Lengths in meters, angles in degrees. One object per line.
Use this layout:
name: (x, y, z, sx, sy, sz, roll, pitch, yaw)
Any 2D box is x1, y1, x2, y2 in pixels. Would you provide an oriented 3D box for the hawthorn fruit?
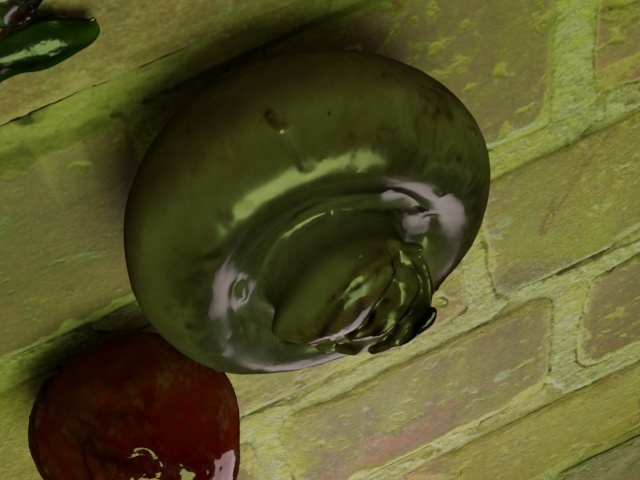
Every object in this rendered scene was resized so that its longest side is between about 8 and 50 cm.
hawthorn fruit: (-0.193, 0.246, 1.241, 0.242, 0.271, 0.242, -18, 151, -10)

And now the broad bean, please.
broad bean: (-0.286, -0.128, 0.927, 0.227, 0.039, 0.069, -33, 138, 6)

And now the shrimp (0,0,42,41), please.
shrimp: (-0.320, -0.163, 0.801, 0.372, 0.137, 0.172, -38, 108, -2)

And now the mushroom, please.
mushroom: (0.000, 0.000, 1.060, 0.362, 0.294, 0.362, -19, 145, -14)
